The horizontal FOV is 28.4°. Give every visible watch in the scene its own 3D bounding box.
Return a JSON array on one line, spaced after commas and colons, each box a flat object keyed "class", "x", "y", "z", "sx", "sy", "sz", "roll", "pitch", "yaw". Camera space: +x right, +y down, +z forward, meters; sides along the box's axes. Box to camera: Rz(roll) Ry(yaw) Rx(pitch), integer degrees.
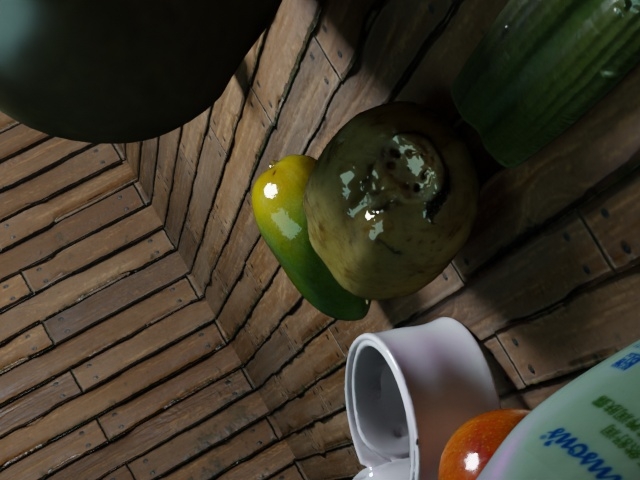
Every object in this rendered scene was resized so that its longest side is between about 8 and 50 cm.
[{"class": "watch", "x": 0.139, "y": 0.206, "z": 1.380, "sx": 0.244, "sy": 0.196, "sz": 0.231, "roll": -154, "pitch": 59, "yaw": -66}]

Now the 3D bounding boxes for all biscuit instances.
[{"class": "biscuit", "x": 0.154, "y": -0.126, "z": 0.884, "sx": 0.099, "sy": 0.038, "sz": 0.322, "roll": 57, "pitch": 165, "yaw": 5}]

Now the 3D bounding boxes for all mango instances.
[{"class": "mango", "x": 0.000, "y": 0.000, "z": 1.532, "sx": 0.156, "sy": 0.114, "sz": 0.251, "roll": 36, "pitch": 165, "yaw": 38}]

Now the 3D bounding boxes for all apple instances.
[{"class": "apple", "x": 0.193, "y": 0.236, "z": 1.207, "sx": 0.163, "sy": 0.163, "sz": 0.139, "roll": 55, "pitch": 151, "yaw": 22}]

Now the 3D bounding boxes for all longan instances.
[{"class": "longan", "x": -0.186, "y": -0.262, "z": 1.150, "sx": 0.361, "sy": 0.361, "sz": 0.361, "roll": 55, "pitch": 165, "yaw": 23}]

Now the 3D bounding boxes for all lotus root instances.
[{"class": "lotus root", "x": 0.060, "y": -0.029, "z": 1.183, "sx": 0.284, "sy": 0.146, "sz": 0.160, "roll": 114, "pitch": 144, "yaw": -76}]

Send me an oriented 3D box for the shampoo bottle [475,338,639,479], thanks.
[{"class": "shampoo bottle", "x": 0.174, "y": 0.185, "z": 0.765, "sx": 0.222, "sy": 0.349, "sz": 0.151, "roll": 45, "pitch": 160, "yaw": 49}]
